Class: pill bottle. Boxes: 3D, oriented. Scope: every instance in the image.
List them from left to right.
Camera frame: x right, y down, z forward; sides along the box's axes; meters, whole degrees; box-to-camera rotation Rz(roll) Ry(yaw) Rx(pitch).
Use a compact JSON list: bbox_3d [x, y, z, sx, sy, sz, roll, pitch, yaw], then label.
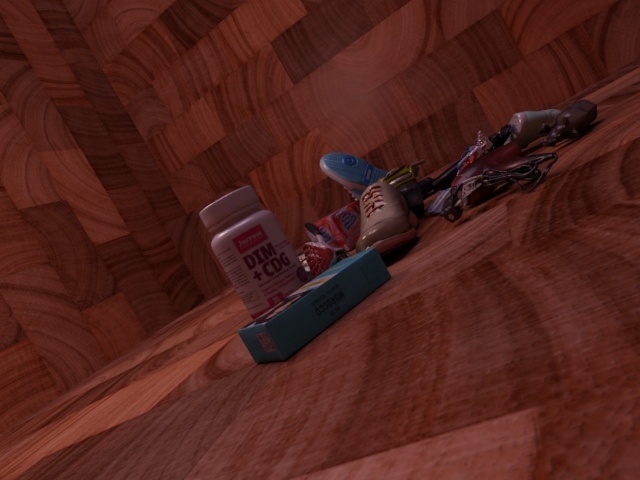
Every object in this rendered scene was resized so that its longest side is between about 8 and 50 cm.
[{"bbox_3d":[-0.146,0.031,1.088,0.160,0.283,0.160,-30,3,2],"label":"pill bottle"}]

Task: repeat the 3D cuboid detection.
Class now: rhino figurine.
[{"bbox_3d":[0.603,-0.283,1.170,0.243,0.073,0.106,-35,3,-42],"label":"rhino figurine"}]

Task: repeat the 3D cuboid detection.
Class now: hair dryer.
[{"bbox_3d":[0.370,-0.128,0.974,0.223,0.080,0.294,-21,19,31],"label":"hair dryer"}]

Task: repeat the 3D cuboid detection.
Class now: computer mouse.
[{"bbox_3d":[0.444,-0.216,1.406,0.188,0.072,0.272,-42,2,-43],"label":"computer mouse"}]

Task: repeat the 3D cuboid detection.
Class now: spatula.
[{"bbox_3d":[0.000,0.000,1.480,0.084,0.031,0.296,4,23,-19],"label":"spatula"}]

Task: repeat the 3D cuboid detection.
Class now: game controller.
[{"bbox_3d":[0.307,-0.136,1.793,0.319,0.067,0.166,-31,-11,-24],"label":"game controller"}]

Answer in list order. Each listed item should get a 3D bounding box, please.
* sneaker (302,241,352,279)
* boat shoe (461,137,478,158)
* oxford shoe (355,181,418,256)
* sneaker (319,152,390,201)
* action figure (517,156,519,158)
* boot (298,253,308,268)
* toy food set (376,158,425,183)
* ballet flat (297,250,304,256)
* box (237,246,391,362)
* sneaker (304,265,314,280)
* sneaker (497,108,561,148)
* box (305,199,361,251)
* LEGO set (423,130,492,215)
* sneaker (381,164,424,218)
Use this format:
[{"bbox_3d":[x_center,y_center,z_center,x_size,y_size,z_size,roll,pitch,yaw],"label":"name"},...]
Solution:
[{"bbox_3d":[0.021,0.041,0.964,0.092,0.088,0.225,-23,-10,-2],"label":"sneaker"},{"bbox_3d":[0.530,-0.287,1.651,0.109,0.089,0.258,-41,-2,6],"label":"boat shoe"},{"bbox_3d":[0.128,-0.048,1.085,0.140,0.147,0.397,-28,4,15],"label":"oxford shoe"},{"bbox_3d":[0.130,-0.151,1.589,0.208,0.318,0.127,108,-172,-52],"label":"sneaker"},{"bbox_3d":[0.442,-0.183,1.209,0.137,0.064,0.232,-32,-2,28],"label":"action figure"},{"bbox_3d":[-0.086,0.096,1.446,0.165,0.077,0.213,-25,5,34],"label":"boot"},{"bbox_3d":[0.223,-0.183,1.385,0.132,0.039,0.192,-22,-17,-14],"label":"toy food set"},{"bbox_3d":[-0.062,0.080,1.714,0.250,0.058,0.084,138,156,-80],"label":"ballet flat"},{"bbox_3d":[-0.005,0.099,0.763,0.244,0.060,0.100,-32,3,-36],"label":"box"},{"bbox_3d":[-0.027,0.092,1.246,0.152,0.054,0.061,-24,-6,-2],"label":"sneaker"},{"bbox_3d":[0.626,-0.310,1.439,0.150,0.094,0.256,-7,-11,1],"label":"sneaker"},{"bbox_3d":[0.063,-0.032,1.599,0.122,0.128,0.257,-31,3,-22],"label":"box"},{"bbox_3d":[0.344,-0.174,1.209,0.244,0.060,0.182,-51,0,2],"label":"LEGO set"},{"bbox_3d":[0.233,-0.100,1.366,0.111,0.121,0.300,-27,-16,2],"label":"sneaker"}]
